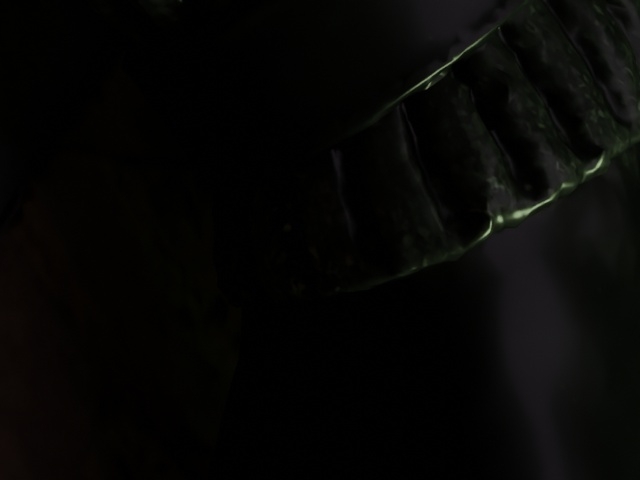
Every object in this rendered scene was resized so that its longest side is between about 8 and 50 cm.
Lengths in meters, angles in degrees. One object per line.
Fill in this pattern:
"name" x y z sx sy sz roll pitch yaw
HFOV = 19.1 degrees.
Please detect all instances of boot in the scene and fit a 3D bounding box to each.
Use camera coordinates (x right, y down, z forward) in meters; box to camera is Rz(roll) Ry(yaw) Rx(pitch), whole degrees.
"boot" -0.003 0.000 0.424 0.260 0.131 0.348 60 40 -34
